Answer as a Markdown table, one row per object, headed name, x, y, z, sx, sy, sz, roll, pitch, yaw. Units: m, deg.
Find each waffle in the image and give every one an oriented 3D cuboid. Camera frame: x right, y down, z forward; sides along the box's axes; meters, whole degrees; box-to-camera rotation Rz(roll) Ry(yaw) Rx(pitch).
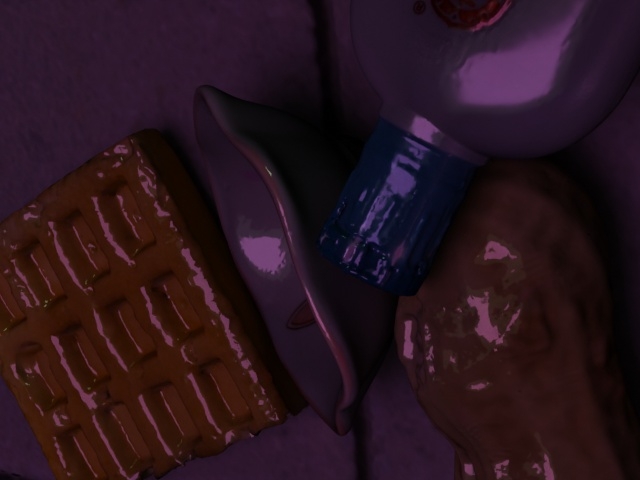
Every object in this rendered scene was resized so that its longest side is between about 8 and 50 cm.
| name | x | y | z | sx | sy | sz | roll | pitch | yaw |
| --- | --- | --- | --- | --- | --- | --- | --- | --- | --- |
| waffle | -0.145 | 0.063 | 1.049 | 0.248 | 0.055 | 0.221 | -28 | 89 | 39 |

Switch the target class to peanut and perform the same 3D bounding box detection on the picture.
| name | x | y | z | sx | sy | sz | roll | pitch | yaw |
| --- | --- | --- | --- | --- | --- | --- | --- | --- | --- |
| peanut | 0.118 | 0.091 | 0.829 | 0.130 | 0.130 | 0.290 | -7 | 104 | 36 |

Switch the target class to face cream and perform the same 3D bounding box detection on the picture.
| name | x | y | z | sx | sy | sz | roll | pitch | yaw |
| --- | --- | --- | --- | --- | --- | --- | --- | --- | --- |
| face cream | 0.095 | -0.131 | 0.733 | 0.163 | 0.080 | 0.337 | 33 | 103 | 27 |

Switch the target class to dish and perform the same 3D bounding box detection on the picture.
| name | x | y | z | sx | sy | sz | roll | pitch | yaw |
| --- | --- | --- | --- | --- | --- | --- | --- | --- | --- |
| dish | 0.000 | 0.000 | 0.883 | 0.229 | 0.081 | 0.229 | 157 | 90 | -78 |
